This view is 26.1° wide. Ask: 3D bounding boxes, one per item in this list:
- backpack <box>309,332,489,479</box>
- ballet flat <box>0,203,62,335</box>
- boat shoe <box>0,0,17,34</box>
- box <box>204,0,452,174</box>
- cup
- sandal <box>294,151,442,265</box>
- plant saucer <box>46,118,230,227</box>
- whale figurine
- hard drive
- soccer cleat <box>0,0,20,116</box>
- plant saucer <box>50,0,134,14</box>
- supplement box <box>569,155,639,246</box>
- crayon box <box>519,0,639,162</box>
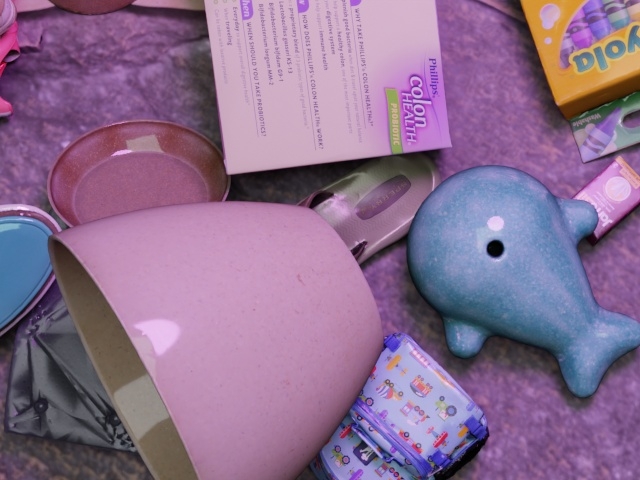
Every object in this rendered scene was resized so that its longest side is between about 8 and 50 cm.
[{"bbox_3d":[0.069,0.200,1.430,0.173,0.117,0.158,-41,77,-3],"label":"backpack"},{"bbox_3d":[-0.447,0.098,1.478,0.400,0.139,0.139,-43,78,-6],"label":"ballet flat"},{"bbox_3d":[-0.412,-0.219,1.508,0.170,0.059,0.063,-40,82,-2],"label":"boat shoe"},{"bbox_3d":[0.008,-0.196,1.484,0.242,0.117,0.214,-7,100,3],"label":"box"},{"bbox_3d":[-0.082,0.091,1.328,0.237,0.331,0.331,-28,77,-17],"label":"cup"},{"bbox_3d":[0.000,-0.002,1.493,0.303,0.086,0.120,-42,78,-5],"label":"sandal"},{"bbox_3d":[-0.197,-0.055,1.509,0.198,0.036,0.199,1,47,-1],"label":"plant saucer"},{"bbox_3d":[0.214,0.043,1.438,0.272,0.141,0.216,45,92,3],"label":"whale figurine"},{"bbox_3d":[-0.239,0.097,1.503,0.171,0.054,0.255,8,77,6],"label":"hard drive"},{"bbox_3d":[-0.382,-0.259,1.586,0.095,0.083,0.248,10,79,-10],"label":"soccer cleat"},{"bbox_3d":[-0.266,-0.348,1.618,0.168,0.029,0.169,-1,77,5],"label":"plant saucer"},{"bbox_3d":[0.311,-0.043,1.504,0.083,0.043,0.055,-41,79,-5],"label":"supplement box"},{"bbox_3d":[0.324,-0.274,1.511,0.203,0.083,0.323,-21,77,15],"label":"crayon box"}]
